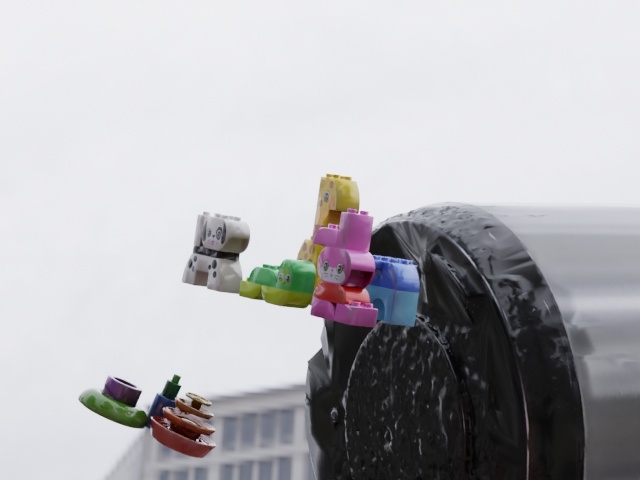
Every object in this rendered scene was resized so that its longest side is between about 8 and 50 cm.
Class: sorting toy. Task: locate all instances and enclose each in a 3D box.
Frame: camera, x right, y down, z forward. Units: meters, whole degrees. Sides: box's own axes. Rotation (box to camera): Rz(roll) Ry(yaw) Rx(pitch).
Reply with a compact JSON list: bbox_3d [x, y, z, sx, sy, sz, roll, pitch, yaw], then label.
[{"bbox_3d":[-0.113,0.112,1.166,0.102,0.042,0.061,24,1,9],"label":"sorting toy"}]

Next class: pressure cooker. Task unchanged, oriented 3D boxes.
[{"bbox_3d":[0.243,0.144,1.396,0.420,0.375,0.370,0,18,-30],"label":"pressure cooker"}]

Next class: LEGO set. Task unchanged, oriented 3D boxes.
[{"bbox_3d":[0.000,0.000,1.145,0.087,0.093,0.227,8,1,-33],"label":"LEGO set"}]
